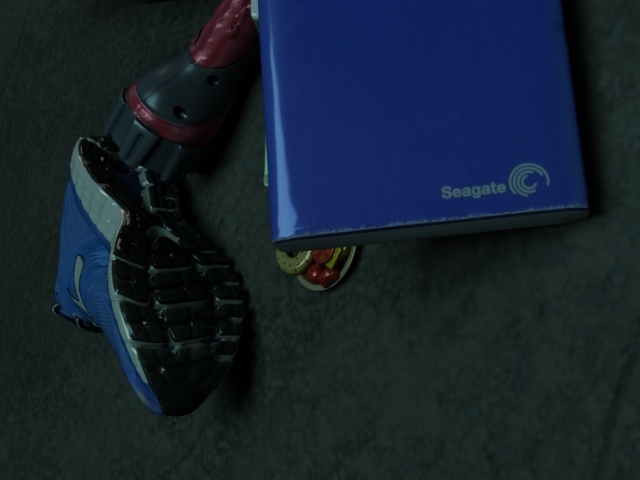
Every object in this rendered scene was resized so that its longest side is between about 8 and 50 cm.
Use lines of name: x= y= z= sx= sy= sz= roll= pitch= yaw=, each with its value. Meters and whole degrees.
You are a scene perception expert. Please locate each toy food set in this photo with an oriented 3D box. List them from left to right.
toy food set: x=0.000 y=0.000 z=0.907 sx=0.083 sy=0.020 sz=0.082 roll=40 pitch=109 yaw=46

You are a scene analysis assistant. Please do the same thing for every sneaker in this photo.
sneaker: x=-0.172 y=0.046 z=1.029 sx=0.147 sy=0.130 sz=0.330 roll=-64 pitch=35 yaw=30

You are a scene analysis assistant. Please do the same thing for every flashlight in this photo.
flashlight: x=-0.087 y=-0.194 z=0.988 sx=0.304 sy=0.103 sz=0.103 roll=-54 pitch=22 yaw=28

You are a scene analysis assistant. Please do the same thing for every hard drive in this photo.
hard drive: x=0.062 y=-0.160 z=0.768 sx=0.210 sy=0.040 sz=0.318 roll=-6 pitch=75 yaw=8

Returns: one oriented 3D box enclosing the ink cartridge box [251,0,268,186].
ink cartridge box: x=0.034 y=-0.164 z=0.824 sx=0.171 sy=0.056 sz=0.235 roll=-2 pitch=73 yaw=10
